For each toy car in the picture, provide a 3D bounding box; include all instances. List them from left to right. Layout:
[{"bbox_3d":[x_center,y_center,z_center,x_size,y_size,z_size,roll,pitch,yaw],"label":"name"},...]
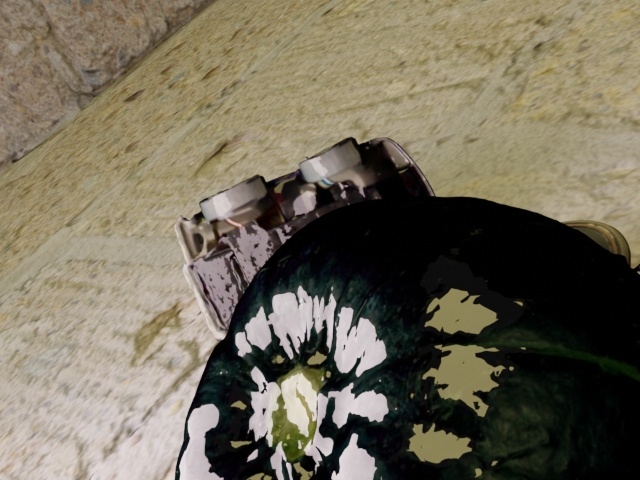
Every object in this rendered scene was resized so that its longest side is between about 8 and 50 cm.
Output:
[{"bbox_3d":[0.000,0.000,1.080,0.235,0.172,0.158,-23,10,11],"label":"toy car"}]

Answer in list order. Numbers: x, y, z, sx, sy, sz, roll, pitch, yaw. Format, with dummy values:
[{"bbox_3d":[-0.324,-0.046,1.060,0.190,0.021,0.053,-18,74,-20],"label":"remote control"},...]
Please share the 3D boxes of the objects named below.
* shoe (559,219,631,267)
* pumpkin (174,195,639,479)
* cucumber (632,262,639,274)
[{"bbox_3d":[0.145,0.026,0.868,0.180,0.092,0.089,-26,62,-2],"label":"shoe"},{"bbox_3d":[0.073,0.123,0.641,0.315,0.238,0.315,-37,35,32],"label":"pumpkin"},{"bbox_3d":[0.237,0.042,0.786,0.303,0.072,0.081,-28,-14,12],"label":"cucumber"}]
